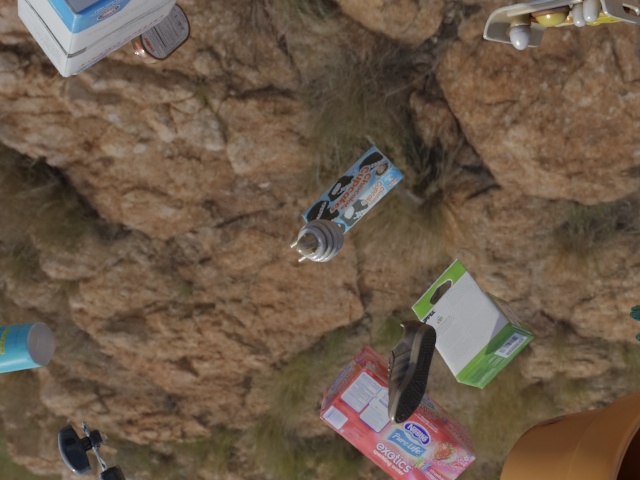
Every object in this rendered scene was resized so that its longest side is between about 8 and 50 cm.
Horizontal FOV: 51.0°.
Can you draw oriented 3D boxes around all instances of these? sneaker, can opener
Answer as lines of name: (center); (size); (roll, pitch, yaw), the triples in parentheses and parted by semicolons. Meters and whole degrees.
sneaker: (0.156, 0.239, 1.235); (0.066, 0.189, 0.071); (24, 175, -41)
can opener: (-0.436, 0.494, 1.360); (0.280, 0.093, 0.074); (56, 155, 14)

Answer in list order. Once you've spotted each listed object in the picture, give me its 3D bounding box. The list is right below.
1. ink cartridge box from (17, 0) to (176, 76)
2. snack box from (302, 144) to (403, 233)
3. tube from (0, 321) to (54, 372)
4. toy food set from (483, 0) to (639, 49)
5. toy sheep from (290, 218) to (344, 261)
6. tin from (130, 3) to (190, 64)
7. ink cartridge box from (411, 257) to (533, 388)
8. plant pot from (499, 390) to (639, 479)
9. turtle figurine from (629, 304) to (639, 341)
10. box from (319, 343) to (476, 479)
ink cartridge box: (-0.314, -0.383, 0.987); (0.129, 0.223, 0.307); (55, 160, -13)
snack box: (0.094, -0.137, 2.079); (0.322, 0.187, 0.060); (-44, 120, 8)
tube: (-0.428, 0.138, 0.815); (0.207, 0.080, 0.052); (-9, 141, 11)
toy food set: (0.552, -0.477, 1.497); (0.306, 0.219, 0.093); (10, 102, 51)
toy sheep: (0.000, 0.000, 1.287); (0.091, 0.132, 0.091); (12, 112, 33)
tin: (-0.376, -0.494, 1.588); (0.040, 0.190, 0.106); (-8, 127, 36)
ink cartridge box: (0.363, 0.196, 1.635); (0.097, 0.255, 0.189); (23, 115, -37)
plant pot: (0.345, 0.315, 0.770); (0.290, 0.291, 0.203); (35, 156, -19)
turtle figurine: (0.531, 0.043, 0.967); (0.118, 0.175, 0.234); (27, 122, 22)
box: (0.161, 0.383, 1.417); (0.300, 0.142, 0.154); (39, 101, -3)
